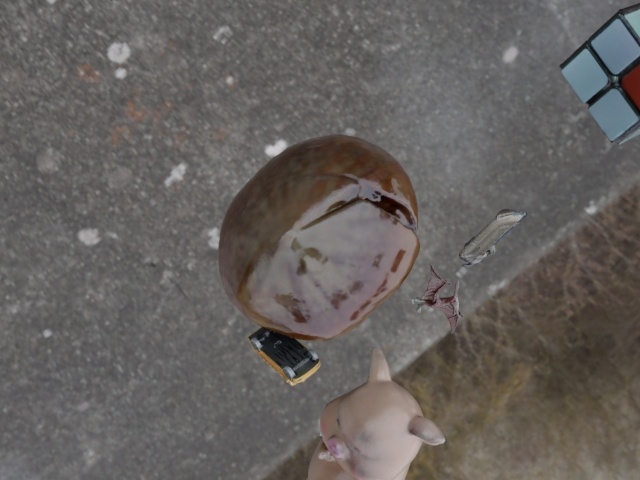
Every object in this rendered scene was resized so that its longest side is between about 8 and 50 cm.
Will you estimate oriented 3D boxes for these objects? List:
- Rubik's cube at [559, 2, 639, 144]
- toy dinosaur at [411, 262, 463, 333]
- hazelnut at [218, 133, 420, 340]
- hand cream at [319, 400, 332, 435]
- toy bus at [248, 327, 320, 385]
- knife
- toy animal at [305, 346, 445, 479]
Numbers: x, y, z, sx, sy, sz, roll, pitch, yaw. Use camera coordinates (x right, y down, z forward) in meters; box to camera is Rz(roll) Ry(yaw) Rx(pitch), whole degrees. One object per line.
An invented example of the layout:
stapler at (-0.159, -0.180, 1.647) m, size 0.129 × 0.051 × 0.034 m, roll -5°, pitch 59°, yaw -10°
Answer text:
Rubik's cube at (0.558, -0.297, 1.634) m, size 0.183 × 0.180 × 0.167 m, roll -23°, pitch 166°, yaw -35°
toy dinosaur at (0.250, 0.127, 2.004) m, size 0.220 × 0.108 × 0.032 m, roll 64°, pitch 34°, yaw -41°
hazelnut at (0.000, 0.000, 1.773) m, size 0.409 × 0.359 × 0.359 m, roll -46°, pitch 145°, yaw 20°
hand cream at (0.050, 0.410, 2.228) m, size 0.052 × 0.075 × 0.248 m, roll -7°, pitch 173°, yaw 14°
toy bus at (-0.068, 0.229, 1.859) m, size 0.069 × 0.162 × 0.074 m, roll -35°, pitch 137°, yaw -22°
knife at (0.360, -0.011, 2.006) m, size 0.089 × 0.043 × 0.365 m, roll -17°, pitch 166°, yaw -8°
toy animal at (0.069, 0.302, 1.369) m, size 0.154 × 0.166 × 0.250 m, roll -30°, pitch 153°, yaw -46°
